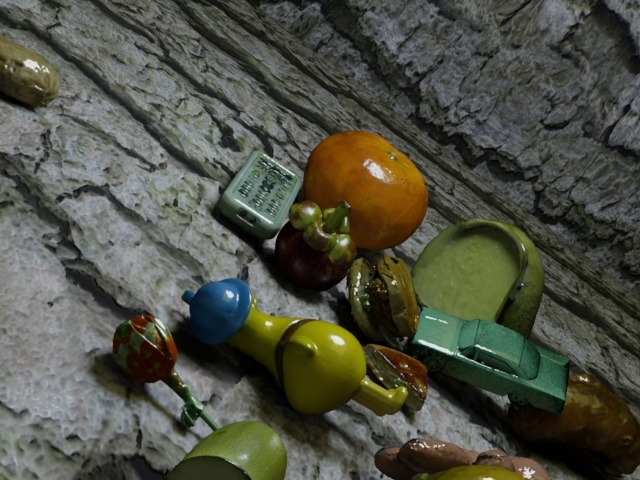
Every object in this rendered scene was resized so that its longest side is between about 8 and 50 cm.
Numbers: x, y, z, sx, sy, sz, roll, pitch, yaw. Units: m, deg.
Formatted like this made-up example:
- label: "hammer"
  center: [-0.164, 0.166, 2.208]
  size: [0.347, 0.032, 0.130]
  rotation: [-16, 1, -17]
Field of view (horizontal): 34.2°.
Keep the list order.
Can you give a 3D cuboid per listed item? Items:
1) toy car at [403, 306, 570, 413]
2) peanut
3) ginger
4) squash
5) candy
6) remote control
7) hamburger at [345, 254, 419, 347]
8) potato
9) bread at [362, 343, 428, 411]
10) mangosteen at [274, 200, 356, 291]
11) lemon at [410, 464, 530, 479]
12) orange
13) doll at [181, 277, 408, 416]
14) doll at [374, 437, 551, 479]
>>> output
- label: "toy car"
  center: [0.328, 0.221, 2.016]
  size: [0.321, 0.097, 0.141]
  rotation: [21, 36, 4]
- label: "peanut"
  center: [-0.536, -0.302, 1.752]
  size: [0.214, 0.099, 0.099]
  rotation: [35, 20, -13]
- label: "ginger"
  center: [0.515, 0.358, 2.098]
  size: [0.321, 0.165, 0.172]
  rotation: [22, 59, -17]
- label: "squash"
  center: [-0.096, 0.275, 1.245]
  size: [0.123, 0.123, 0.187]
  rotation: [42, 20, 6]
- label: "candy"
  center: [-0.164, 0.215, 1.357]
  size: [0.287, 0.078, 0.084]
  rotation: [49, -18, -2]
- label: "remote control"
  center: [-0.119, -0.090, 2.071]
  size: [0.128, 0.065, 0.335]
  rotation: [32, 20, -4]
- label: "hamburger"
  center: [0.114, 0.115, 1.949]
  size: [0.177, 0.113, 0.185]
  rotation: [53, 29, -63]
- label: "potato"
  center: [0.383, 0.108, 2.233]
  size: [0.213, 0.280, 0.330]
  rotation: [20, 26, -39]
- label: "bread"
  center: [0.128, 0.230, 1.838]
  size: [0.136, 0.054, 0.154]
  rotation: [38, 14, -9]
- label: "mangosteen"
  center: [-0.005, 0.011, 1.900]
  size: [0.156, 0.181, 0.145]
  rotation: [26, 60, -14]
- label: "lemon"
  center: [0.220, 0.423, 1.303]
  size: [0.320, 0.245, 0.245]
  rotation: [50, 21, 9]
- label: "orange"
  center: [0.093, -0.106, 2.251]
  size: [0.284, 0.226, 0.284]
  rotation: [33, 16, -11]
- label: "doll"
  center: [-0.049, 0.170, 1.570]
  size: [0.363, 0.145, 0.199]
  rotation: [29, -19, -3]
- label: "doll"
  center: [0.215, 0.384, 1.551]
  size: [0.303, 0.201, 0.156]
  rotation: [20, 64, -31]
